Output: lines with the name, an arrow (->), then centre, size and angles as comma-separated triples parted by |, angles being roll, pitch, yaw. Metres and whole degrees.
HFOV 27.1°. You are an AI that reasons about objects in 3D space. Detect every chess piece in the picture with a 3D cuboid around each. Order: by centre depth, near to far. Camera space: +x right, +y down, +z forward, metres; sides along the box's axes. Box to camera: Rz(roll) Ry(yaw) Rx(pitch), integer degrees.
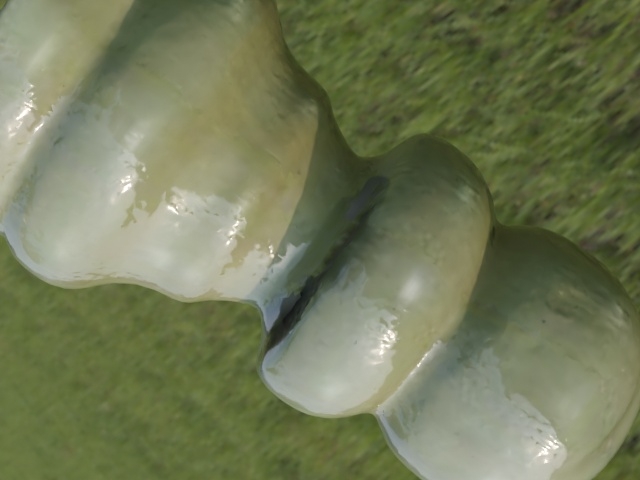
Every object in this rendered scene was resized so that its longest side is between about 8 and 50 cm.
chess piece -> 0.000, 0.000, 0.620 | 0.330, 0.182, 0.182 | 34, 160, -3
